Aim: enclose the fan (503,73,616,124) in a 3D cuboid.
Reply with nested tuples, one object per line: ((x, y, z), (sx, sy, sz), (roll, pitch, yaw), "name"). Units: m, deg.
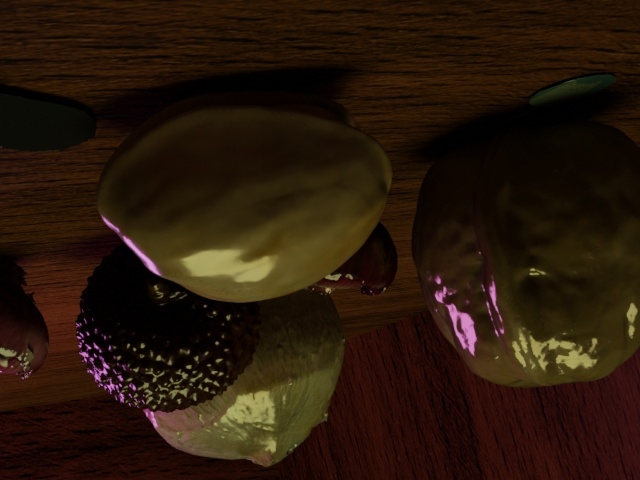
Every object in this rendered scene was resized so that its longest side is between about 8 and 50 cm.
((0.300, -0.182, 1.773), (0.113, 0.005, 0.175), (-5, 166, -42), "fan")

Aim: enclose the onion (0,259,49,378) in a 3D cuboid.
((-0.483, 0.102, 1.978), (0.230, 0.163, 0.230), (28, 173, 4), "onion")

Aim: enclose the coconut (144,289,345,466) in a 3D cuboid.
((-0.139, 0.210, 2.378), (0.404, 0.404, 0.404), (-13, 170, -2), "coconut")

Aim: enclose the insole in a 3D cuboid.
((-0.307, -0.120, 1.319), (0.110, 0.012, 0.309), (-17, 169, 21), "insole")

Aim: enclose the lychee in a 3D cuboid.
((-0.227, 0.130, 2.054), (0.276, 0.275, 0.304), (-12, 154, -5), "lychee")

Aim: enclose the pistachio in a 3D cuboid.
((-0.082, -0.054, 1.442), (0.309, 0.230, 0.230), (-14, 171, -18), "pistachio")

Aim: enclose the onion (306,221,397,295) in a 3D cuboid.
((-0.004, 0.010, 2.024), (0.248, 0.161, 0.248), (-6, 162, -2), "onion")

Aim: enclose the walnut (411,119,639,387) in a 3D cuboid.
((0.303, 0.018, 1.874), (0.381, 0.381, 0.381), (-13, 170, -2), "walnut")
